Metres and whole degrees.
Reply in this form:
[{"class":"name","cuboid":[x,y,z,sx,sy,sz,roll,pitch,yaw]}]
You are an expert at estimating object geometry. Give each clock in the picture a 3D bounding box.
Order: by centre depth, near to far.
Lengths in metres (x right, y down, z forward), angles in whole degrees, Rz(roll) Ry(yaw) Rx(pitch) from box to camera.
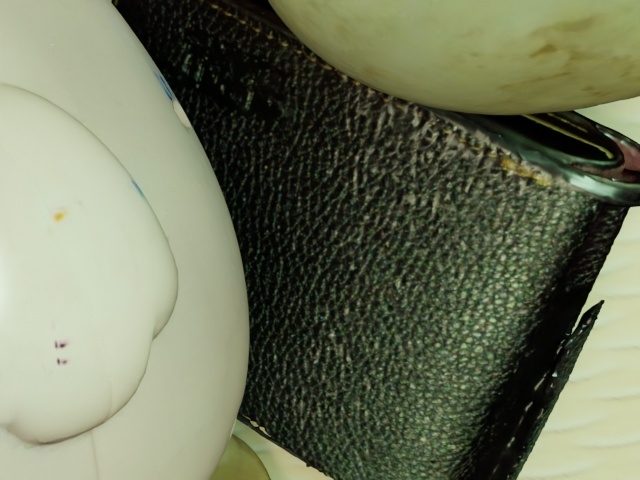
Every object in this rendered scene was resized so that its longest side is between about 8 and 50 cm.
[{"class":"clock","cuboid":[-0.204,-0.018,0.676,0.368,0.251,0.376,-11,102,50]}]

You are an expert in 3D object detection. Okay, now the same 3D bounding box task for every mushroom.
[{"class":"mushroom","cuboid":[0.061,-0.138,0.551,0.206,0.206,0.209,-34,82,36]}]

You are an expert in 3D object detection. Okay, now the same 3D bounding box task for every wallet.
[{"class":"wallet","cuboid":[0.000,0.000,0.737,0.262,0.071,0.221,28,129,12]}]

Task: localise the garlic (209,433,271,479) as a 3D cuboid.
[{"class":"garlic","cuboid":[-0.101,0.205,0.853,0.143,0.178,0.229,10,108,41]}]
